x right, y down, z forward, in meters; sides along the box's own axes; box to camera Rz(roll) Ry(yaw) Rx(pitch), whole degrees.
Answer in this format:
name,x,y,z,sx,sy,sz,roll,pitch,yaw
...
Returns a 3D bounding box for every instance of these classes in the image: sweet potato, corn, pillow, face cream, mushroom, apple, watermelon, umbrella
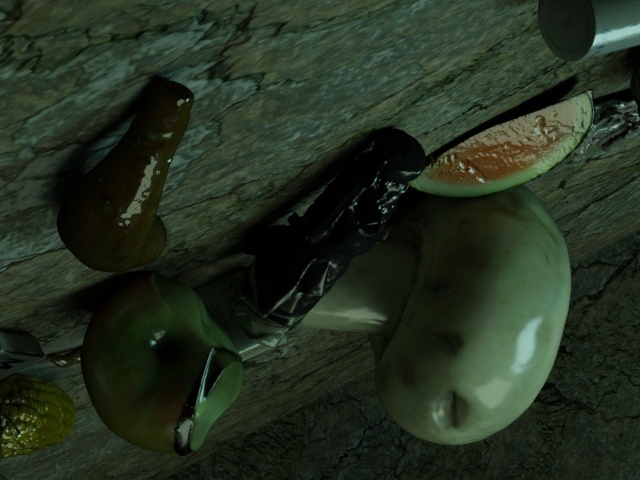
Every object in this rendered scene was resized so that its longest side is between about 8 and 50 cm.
name,x,y,z,sx,sy,sz,roll,pitch,yaw
sweet potato,-0.166,-0.031,1.140,0.108,0.079,0.346,-51,178,-23
corn,-0.378,0.221,1.757,0.106,0.106,0.305,-26,172,3
pillow,0.356,-0.144,1.789,0.248,0.049,0.135,-16,170,-25
sweet potato,-0.306,0.149,1.774,0.115,0.026,0.026,-13,163,-48
face cream,0.315,-0.224,1.255,0.250,0.077,0.077,-17,166,-29
mushroom,0.154,0.090,1.774,0.353,0.353,0.325,-26,155,5
apple,-0.178,0.142,1.564,0.174,0.207,0.188,-17,175,-4
watermelon,0.222,-0.115,1.634,0.245,0.063,0.119,-24,152,21
umbrella,-0.004,-0.005,1.530,0.106,0.113,0.358,-1,149,-33

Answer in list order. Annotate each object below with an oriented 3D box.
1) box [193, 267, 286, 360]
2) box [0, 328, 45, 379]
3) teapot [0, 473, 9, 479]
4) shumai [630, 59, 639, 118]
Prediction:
name,x,y,z,sx,sy,sz,roll,pitch,yaw
box,-0.167,0.121,1.712,0.220,0.122,0.032,-23,143,-13
box,-0.409,0.152,1.539,0.177,0.036,0.115,-26,169,6
teapot,-0.574,0.392,1.997,0.220,0.149,0.318,-20,171,11
shumai,0.553,-0.140,1.533,0.324,0.323,0.397,-18,167,-25
